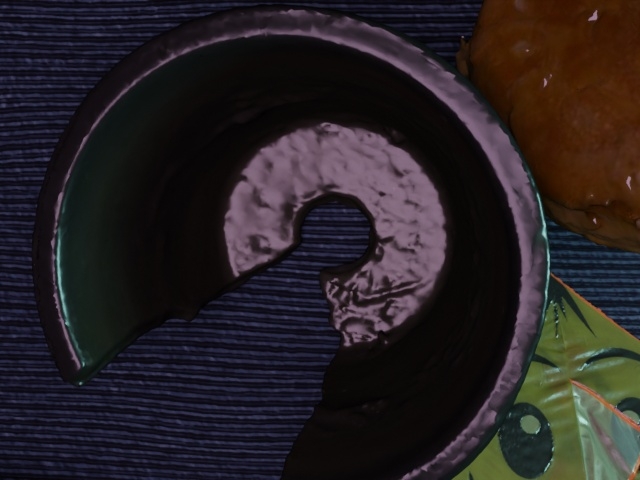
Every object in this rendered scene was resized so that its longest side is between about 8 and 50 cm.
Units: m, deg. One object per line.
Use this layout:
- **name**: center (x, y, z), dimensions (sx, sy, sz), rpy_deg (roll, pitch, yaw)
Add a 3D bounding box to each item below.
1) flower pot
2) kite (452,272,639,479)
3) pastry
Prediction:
- **flower pot**: center (0.000, 0.000, 1.251), dimensions (0.379, 0.251, 0.379), rpy_deg (1, 97, 12)
- **kite**: center (0.205, 0.174, 1.282), dimensions (0.378, 0.013, 0.327), rpy_deg (1, 67, -14)
- **pastry**: center (0.267, -0.125, 1.211), dimensions (0.316, 0.184, 0.284), rpy_deg (20, 88, 35)
